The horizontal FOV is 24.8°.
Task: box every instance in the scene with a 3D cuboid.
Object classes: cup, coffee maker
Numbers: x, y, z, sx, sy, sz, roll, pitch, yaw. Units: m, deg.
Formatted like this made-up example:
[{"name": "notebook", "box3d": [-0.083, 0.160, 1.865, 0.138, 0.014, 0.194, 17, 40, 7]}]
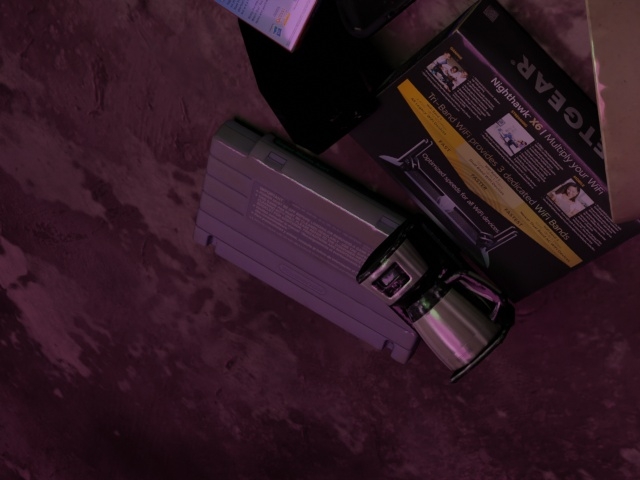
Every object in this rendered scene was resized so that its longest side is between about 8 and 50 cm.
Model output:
[{"name": "cup", "box3d": [0.362, -0.193, 1.310, 0.237, 0.331, 0.331, -7, 127, 11]}, {"name": "coffee maker", "box3d": [0.138, 0.066, 1.766, 0.178, 0.120, 0.171, 46, -179, -1]}]

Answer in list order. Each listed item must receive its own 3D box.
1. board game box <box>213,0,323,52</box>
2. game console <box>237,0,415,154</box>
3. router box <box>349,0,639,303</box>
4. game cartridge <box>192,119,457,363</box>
[{"name": "board game box", "box3d": [-0.029, -0.358, 1.578, 0.145, 0.027, 0.281, 34, 123, 8]}, {"name": "game console", "box3d": [0.039, -0.257, 1.625, 0.361, 0.044, 0.213, -35, 77, 45]}, {"name": "router box", "box3d": [0.207, -0.096, 1.669, 0.309, 0.081, 0.243, 46, 142, -8]}, {"name": "game cartridge", "box3d": [0.000, 0.000, 1.949, 0.355, 0.068, 0.230, 30, 136, 11]}]
